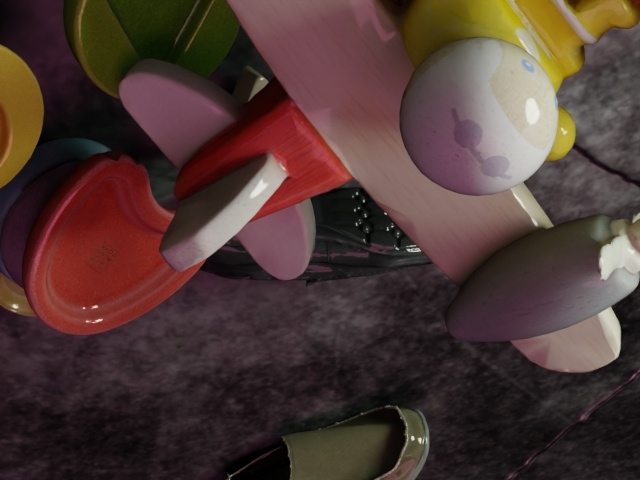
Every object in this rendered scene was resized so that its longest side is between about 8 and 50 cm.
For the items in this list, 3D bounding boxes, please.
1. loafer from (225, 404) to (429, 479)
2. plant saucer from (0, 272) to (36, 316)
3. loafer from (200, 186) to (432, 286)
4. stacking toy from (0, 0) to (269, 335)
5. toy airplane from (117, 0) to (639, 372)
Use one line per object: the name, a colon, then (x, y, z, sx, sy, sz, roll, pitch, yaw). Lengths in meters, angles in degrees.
loafer: (0.000, 0.246, 1.247, 0.251, 0.094, 0.087, -31, 138, 18)
plant saucer: (-0.244, 0.034, 1.023, 0.083, 0.015, 0.083, -7, 137, -7)
loafer: (0.000, 0.000, 1.013, 0.223, 0.076, 0.078, 1, 140, -9)
stacking toy: (-0.178, -0.101, 0.873, 0.279, 0.130, 0.309, -41, 139, -9)
toy airplane: (0.051, -0.094, 0.724, 0.386, 0.272, 0.384, 6, 113, -10)
